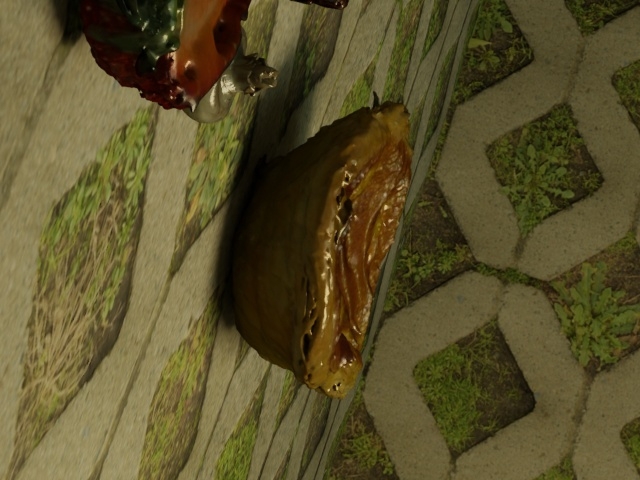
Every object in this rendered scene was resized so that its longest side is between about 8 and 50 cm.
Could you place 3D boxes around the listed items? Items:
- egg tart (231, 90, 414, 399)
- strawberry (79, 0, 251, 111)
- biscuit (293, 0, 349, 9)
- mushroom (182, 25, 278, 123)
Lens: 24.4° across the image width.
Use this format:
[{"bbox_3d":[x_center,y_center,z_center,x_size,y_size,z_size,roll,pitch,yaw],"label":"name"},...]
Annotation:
[{"bbox_3d":[0.000,0.000,1.589,0.351,0.153,0.340,16,90,-81],"label":"egg tart"},{"bbox_3d":[-0.098,-0.161,0.932,0.140,0.085,0.192,79,22,-55],"label":"strawberry"},{"bbox_3d":[0.022,-0.380,1.199,0.073,0.107,0.388,59,48,-74],"label":"biscuit"},{"bbox_3d":[-0.072,-0.130,1.152,0.085,0.079,0.085,15,90,-84],"label":"mushroom"}]
